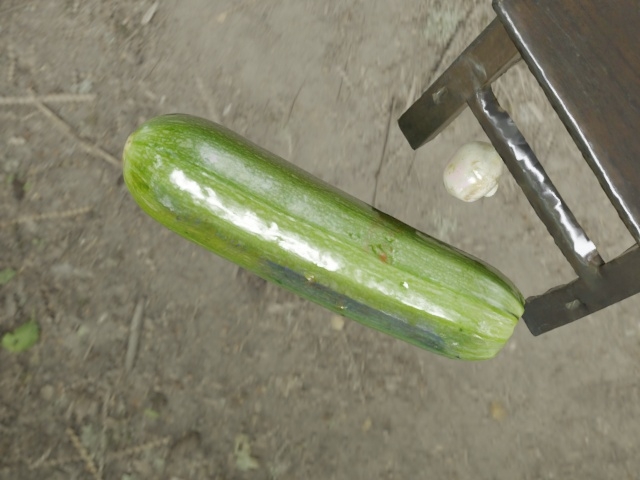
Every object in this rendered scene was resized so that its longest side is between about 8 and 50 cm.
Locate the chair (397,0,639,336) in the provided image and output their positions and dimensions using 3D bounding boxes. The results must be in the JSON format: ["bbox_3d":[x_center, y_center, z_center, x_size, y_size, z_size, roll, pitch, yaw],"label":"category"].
[{"bbox_3d":[0.237,-0.106,0.796,0.240,0.416,0.203,-30,86,-15],"label":"chair"}]

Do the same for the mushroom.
[{"bbox_3d":[0.193,-0.085,1.689,0.067,0.083,0.083,34,113,-29],"label":"mushroom"}]

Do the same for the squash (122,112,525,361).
[{"bbox_3d":[0.000,0.000,0.718,0.229,0.066,0.066,26,113,-4],"label":"squash"}]
